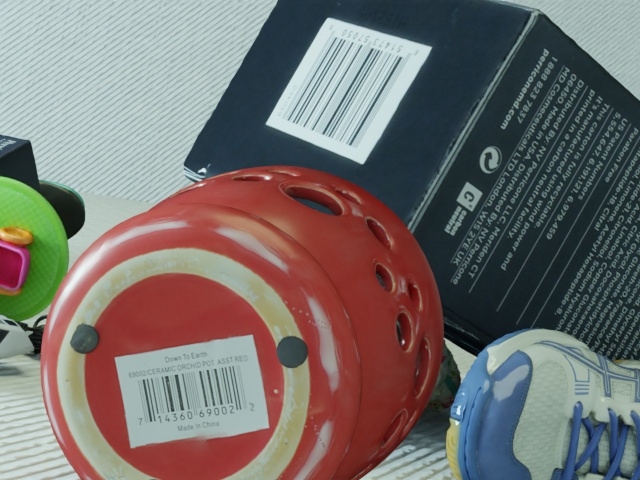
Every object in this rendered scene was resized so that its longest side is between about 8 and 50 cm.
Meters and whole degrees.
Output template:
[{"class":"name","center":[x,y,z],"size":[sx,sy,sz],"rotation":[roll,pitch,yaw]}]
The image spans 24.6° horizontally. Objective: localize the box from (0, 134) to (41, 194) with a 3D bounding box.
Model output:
[{"class":"box","center":[-0.399,-0.040,1.431],"size":[0.207,0.108,0.153],"rotation":[11,30,27]}]

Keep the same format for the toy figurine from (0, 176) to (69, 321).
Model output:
[{"class":"toy figurine","center":[-0.313,0.017,1.189],"size":[0.173,0.130,0.159],"rotation":[17,14,7]}]

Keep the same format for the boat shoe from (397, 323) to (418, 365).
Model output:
[{"class":"boat shoe","center":[0.017,0.098,1.167],"size":[0.070,0.078,0.219],"rotation":[38,-15,-10]}]

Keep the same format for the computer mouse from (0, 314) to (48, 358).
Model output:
[{"class":"computer mouse","center":[-0.252,0.073,1.076],"size":[0.193,0.042,0.106],"rotation":[14,5,-44]}]

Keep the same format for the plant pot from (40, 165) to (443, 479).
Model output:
[{"class":"plant pot","center":[-0.043,0.056,0.782],"size":[0.191,0.191,0.174],"rotation":[11,7,16]}]

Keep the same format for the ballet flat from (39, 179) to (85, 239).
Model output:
[{"class":"ballet flat","center":[-0.393,-0.012,1.576],"size":[0.280,0.095,0.096],"rotation":[1,35,15]}]

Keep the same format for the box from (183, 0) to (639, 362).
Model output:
[{"class":"box","center":[0.143,-0.023,1.190],"size":[0.395,0.212,0.293],"rotation":[32,-3,-37]}]

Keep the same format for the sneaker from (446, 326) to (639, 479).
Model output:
[{"class":"sneaker","center":[0.208,0.127,0.987],"size":[0.131,0.111,0.296],"rotation":[15,7,42]}]

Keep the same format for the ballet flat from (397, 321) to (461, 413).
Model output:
[{"class":"ballet flat","center":[0.034,0.100,1.280],"size":[0.077,0.091,0.241],"rotation":[44,-13,-34]}]
